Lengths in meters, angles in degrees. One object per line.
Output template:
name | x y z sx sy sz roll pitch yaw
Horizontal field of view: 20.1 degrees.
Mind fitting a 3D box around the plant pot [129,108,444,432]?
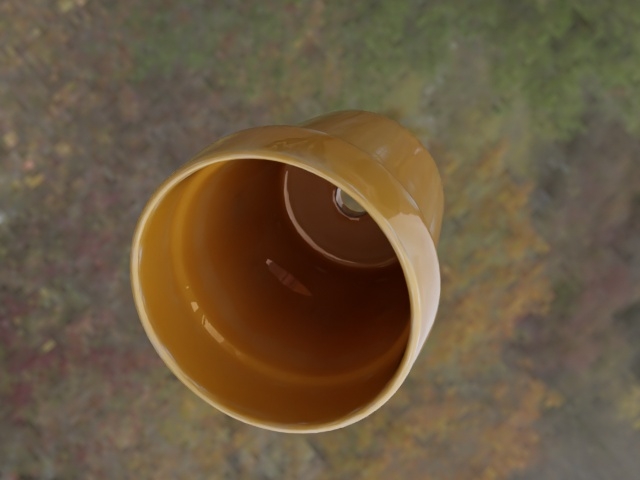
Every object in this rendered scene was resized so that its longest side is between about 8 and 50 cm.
plant pot | 0.000 0.000 1.255 0.205 0.205 0.188 -47 -179 32
